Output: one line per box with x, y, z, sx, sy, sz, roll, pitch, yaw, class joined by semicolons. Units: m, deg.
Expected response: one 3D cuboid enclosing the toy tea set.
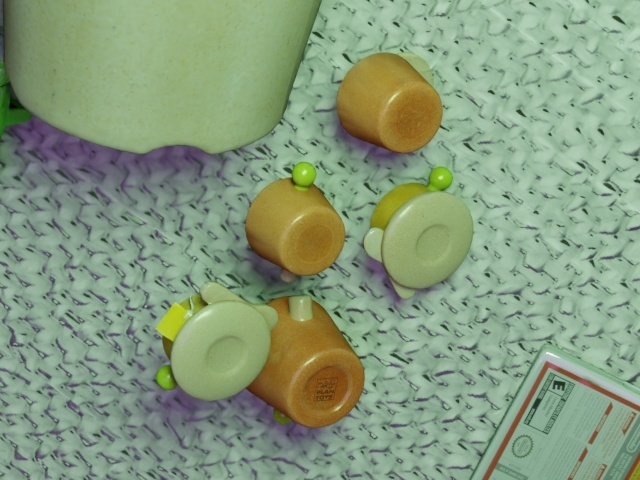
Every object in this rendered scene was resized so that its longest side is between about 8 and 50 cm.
0.000;0.000;1.390;0.200;0.124;0.336;36;92;-37;toy tea set

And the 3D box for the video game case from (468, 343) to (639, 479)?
0.274;0.236;1.453;0.285;0.025;0.204;26;109;2;video game case

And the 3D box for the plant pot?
-0.110;-0.244;1.248;0.334;0.334;0.305;15;121;5;plant pot

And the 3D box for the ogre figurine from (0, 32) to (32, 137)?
-0.312;-0.124;1.419;0.118;0.097;0.197;25;95;21;ogre figurine
